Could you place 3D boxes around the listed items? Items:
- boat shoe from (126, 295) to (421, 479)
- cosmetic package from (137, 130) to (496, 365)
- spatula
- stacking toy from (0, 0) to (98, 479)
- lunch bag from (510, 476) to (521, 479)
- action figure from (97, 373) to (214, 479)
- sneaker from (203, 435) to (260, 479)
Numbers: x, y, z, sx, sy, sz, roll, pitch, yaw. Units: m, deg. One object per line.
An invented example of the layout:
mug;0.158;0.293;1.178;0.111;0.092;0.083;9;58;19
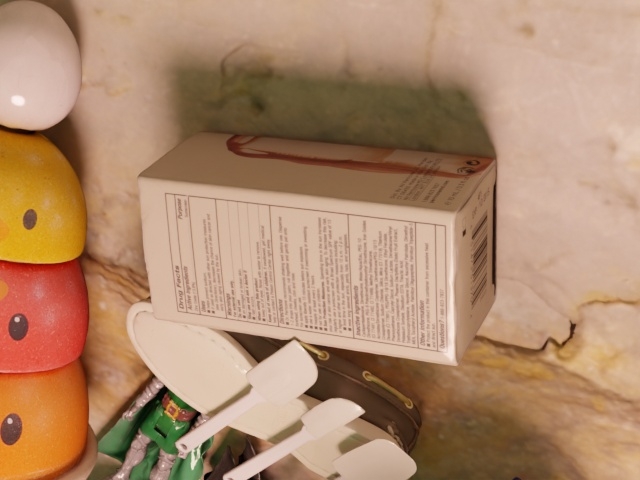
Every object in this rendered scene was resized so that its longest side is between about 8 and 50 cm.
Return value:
boat shoe;-0.045;0.132;1.269;0.305;0.091;0.109;30;133;7
cosmetic package;0.000;0.000;1.171;0.296;0.129;0.153;8;118;21
spatula;-0.032;0.200;1.236;0.168;0.019;0.242;43;135;-8
stacking toy;-0.346;-0.001;1.267;0.351;0.350;0.479;20;104;16
lunch bag;0.140;0.457;1.167;0.239;0.385;0.327;-27;99;32
action figure;-0.159;0.191;1.377;0.137;0.063;0.232;35;119;10
sneaker;-0.096;0.283;1.392;0.089;0.051;0.170;62;148;19
